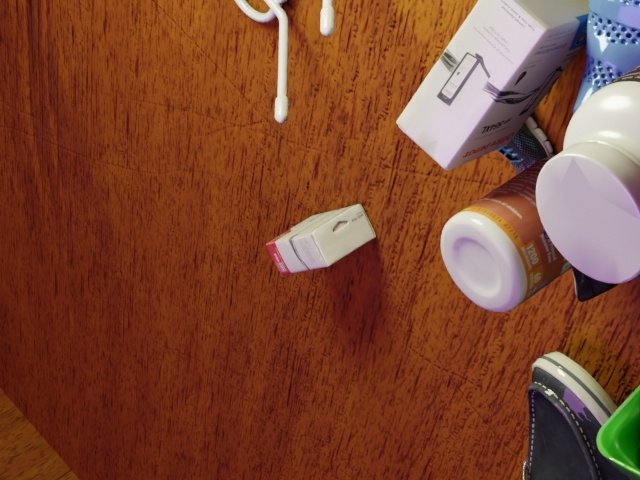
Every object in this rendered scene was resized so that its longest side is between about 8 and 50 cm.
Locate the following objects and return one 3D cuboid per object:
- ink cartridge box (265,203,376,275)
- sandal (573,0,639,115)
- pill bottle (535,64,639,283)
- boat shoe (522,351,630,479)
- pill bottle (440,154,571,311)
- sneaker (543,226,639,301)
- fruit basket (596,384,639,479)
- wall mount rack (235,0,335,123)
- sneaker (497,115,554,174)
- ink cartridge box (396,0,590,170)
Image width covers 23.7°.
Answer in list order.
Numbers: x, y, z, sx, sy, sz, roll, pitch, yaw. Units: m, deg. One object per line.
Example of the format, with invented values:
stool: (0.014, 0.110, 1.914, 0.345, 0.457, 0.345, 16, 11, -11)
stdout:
ink cartridge box: (0.000, 0.000, 2.197, 0.135, 0.099, 0.056, -12, 107, 59)
sandal: (0.314, -0.154, 1.558, 0.126, 0.138, 0.317, 27, 136, 46)
pill bottle: (0.347, -0.090, 1.377, 0.181, 0.323, 0.182, 36, 143, 34)
boat shoe: (0.330, 0.373, 1.974, 0.187, 0.156, 0.500, 36, 144, 53)
pill bottle: (0.247, -0.020, 1.695, 0.121, 0.216, 0.121, 37, 144, 33)
sneaker: (0.347, 0.016, 1.573, 0.153, 0.101, 0.268, -28, 134, 35)
fruit basket: (0.461, 0.199, 1.504, 0.392, 0.283, 0.392, 40, 159, 18)
wall mount rack: (-0.067, -0.342, 1.959, 0.304, 0.130, 0.350, 52, 150, 12)
sneaker: (0.215, -0.125, 1.788, 0.065, 0.076, 0.166, -10, 109, 59)
ink cartridge box: (0.193, -0.185, 1.633, 0.086, 0.148, 0.203, 45, 127, 16)
